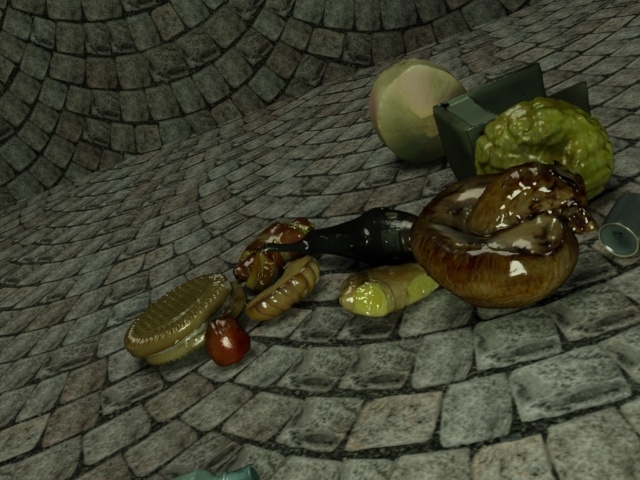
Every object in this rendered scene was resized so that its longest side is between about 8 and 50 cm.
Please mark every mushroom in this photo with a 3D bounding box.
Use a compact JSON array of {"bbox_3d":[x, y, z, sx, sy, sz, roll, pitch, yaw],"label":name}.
[{"bbox_3d":[0.296,-0.007,1.334,0.283,0.195,0.263,-29,23,34],"label":"mushroom"}]

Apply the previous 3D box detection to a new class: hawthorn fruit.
[{"bbox_3d":[-0.172,0.174,1.529,0.081,0.093,0.081,-20,20,8],"label":"hawthorn fruit"}]

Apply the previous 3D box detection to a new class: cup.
[{"bbox_3d":[0.494,-0.023,1.331,0.100,0.078,0.077,-3,34,50],"label":"cup"}]

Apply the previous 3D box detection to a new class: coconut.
[{"bbox_3d":[0.242,-0.311,2.058,0.259,0.259,0.259,-20,22,8],"label":"coconut"}]

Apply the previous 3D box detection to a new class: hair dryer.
[{"bbox_3d":[0.000,0.000,1.577,0.303,0.120,0.359,1,3,44],"label":"hair dryer"}]

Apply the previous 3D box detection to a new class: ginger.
[{"bbox_3d":[0.159,0.060,1.489,0.294,0.086,0.131,-25,11,-25],"label":"ginger"}]

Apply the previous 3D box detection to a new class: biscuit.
[{"bbox_3d":[-0.060,0.094,1.643,0.183,0.061,0.118,-41,13,-34],"label":"biscuit"},{"bbox_3d":[-0.266,0.153,1.676,0.259,0.079,0.259,-28,18,10],"label":"biscuit"}]

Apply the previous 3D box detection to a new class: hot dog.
[{"bbox_3d":[-0.100,0.020,1.804,0.213,0.103,0.146,-39,27,-31],"label":"hot dog"}]

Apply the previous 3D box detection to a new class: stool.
[{"bbox_3d":[0.407,-0.233,1.786,0.269,0.170,0.244,-24,23,-1],"label":"stool"}]

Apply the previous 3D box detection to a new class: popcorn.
[{"bbox_3d":[0.420,-0.153,1.569,0.236,0.206,0.251,-26,-15,35],"label":"popcorn"}]

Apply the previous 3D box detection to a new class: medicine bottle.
[{"bbox_3d":[-0.185,0.359,1.167,0.208,0.054,0.090,-19,20,7],"label":"medicine bottle"}]
